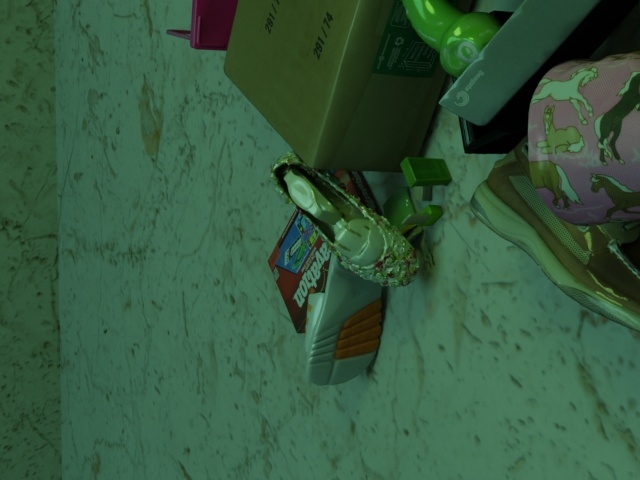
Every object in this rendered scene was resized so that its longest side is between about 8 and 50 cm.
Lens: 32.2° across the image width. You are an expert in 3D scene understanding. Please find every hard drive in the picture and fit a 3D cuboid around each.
[{"bbox_3d":[0.229,-0.204,1.040,0.054,0.172,0.254,46,107,14],"label":"hard drive"}]

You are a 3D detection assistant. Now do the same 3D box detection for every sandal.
[{"bbox_3d":[0.034,0.074,1.532,0.076,0.102,0.265,-134,51,-58],"label":"sandal"}]

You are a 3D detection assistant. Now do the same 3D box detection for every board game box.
[{"bbox_3d":[0.000,0.000,1.650,0.145,0.027,0.281,65,143,32],"label":"board game box"}]

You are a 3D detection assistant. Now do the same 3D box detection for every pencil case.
[{"bbox_3d":[0.346,-0.104,0.867,0.386,0.160,0.167,-8,57,53],"label":"pencil case"}]

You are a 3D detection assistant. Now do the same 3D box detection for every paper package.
[{"bbox_3d":[0.032,-0.290,1.431,0.309,0.168,0.324,50,133,44],"label":"paper package"}]

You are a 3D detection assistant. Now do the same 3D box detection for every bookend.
[{"bbox_3d":[0.218,-0.189,1.208,0.157,0.072,0.156,-22,73,58],"label":"bookend"}]

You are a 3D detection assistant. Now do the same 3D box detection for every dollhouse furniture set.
[{"bbox_3d":[0.106,-0.046,1.429,0.151,0.059,0.076,-51,50,49],"label":"dollhouse furniture set"}]

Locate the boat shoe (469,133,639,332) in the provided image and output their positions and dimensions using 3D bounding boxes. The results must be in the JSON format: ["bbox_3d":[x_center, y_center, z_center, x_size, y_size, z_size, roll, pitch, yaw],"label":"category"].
[{"bbox_3d":[0.275,-0.008,1.084,0.324,0.123,0.116,43,112,42],"label":"boat shoe"}]

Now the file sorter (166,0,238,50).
[{"bbox_3d":[-0.114,-0.433,1.643,0.182,0.202,0.290,29,117,59],"label":"file sorter"}]

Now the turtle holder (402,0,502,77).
[{"bbox_3d":[0.169,-0.344,1.094,0.227,0.243,0.320,33,87,37],"label":"turtle holder"}]

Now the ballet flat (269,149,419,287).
[{"bbox_3d":[0.021,-0.024,1.412,0.241,0.077,0.091,41,107,15],"label":"ballet flat"}]
